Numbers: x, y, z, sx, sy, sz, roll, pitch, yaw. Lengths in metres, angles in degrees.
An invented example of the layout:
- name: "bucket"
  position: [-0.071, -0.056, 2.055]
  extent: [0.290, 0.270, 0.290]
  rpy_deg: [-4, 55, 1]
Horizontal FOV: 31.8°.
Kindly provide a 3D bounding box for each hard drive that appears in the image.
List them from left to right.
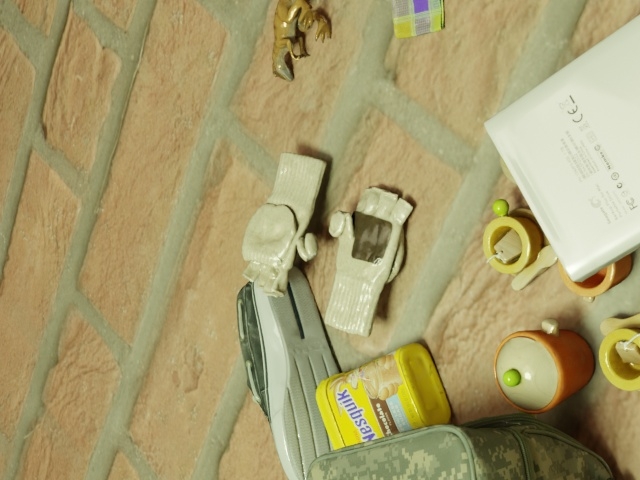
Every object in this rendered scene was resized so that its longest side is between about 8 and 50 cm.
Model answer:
- name: "hard drive"
  position: [0.341, -0.121, 1.146]
  extent: [0.307, 0.040, 0.203]
  rpy_deg: [-34, 71, 25]

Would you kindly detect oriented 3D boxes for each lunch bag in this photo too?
- name: "lunch bag"
  position: [0.164, 0.324, 1.304]
  extent: [0.305, 0.256, 0.213]
  rpy_deg: [-27, 64, 46]

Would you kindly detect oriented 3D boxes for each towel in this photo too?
- name: "towel"
  position: [0.123, -0.291, 1.432]
  extent: [0.083, 0.009, 0.060]
  rpy_deg: [2, 97, 46]

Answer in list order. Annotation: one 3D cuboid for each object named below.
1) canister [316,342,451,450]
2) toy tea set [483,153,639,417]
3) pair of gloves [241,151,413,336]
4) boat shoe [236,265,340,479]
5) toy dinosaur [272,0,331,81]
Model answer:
- name: "canister"
  position: [0.084, 0.220, 1.511]
  extent: [0.170, 0.073, 0.126]
  rpy_deg: [-32, 74, 42]
- name: "toy tea set"
  position: [0.253, 0.043, 1.268]
  extent: [0.200, 0.124, 0.336]
  rpy_deg: [-29, 76, 45]
- name: "pair of gloves"
  position: [0.000, 0.000, 1.535]
  extent: [0.240, 0.042, 0.204]
  rpy_deg: [25, 95, 30]
- name: "boat shoe"
  position: [-0.044, 0.203, 1.627]
  extent: [0.119, 0.121, 0.335]
  rpy_deg: [-33, 61, 51]
- name: "toy dinosaur"
  position: [-0.041, -0.322, 1.560]
  extent: [0.112, 0.064, 0.212]
  rpy_deg: [25, 114, 42]
